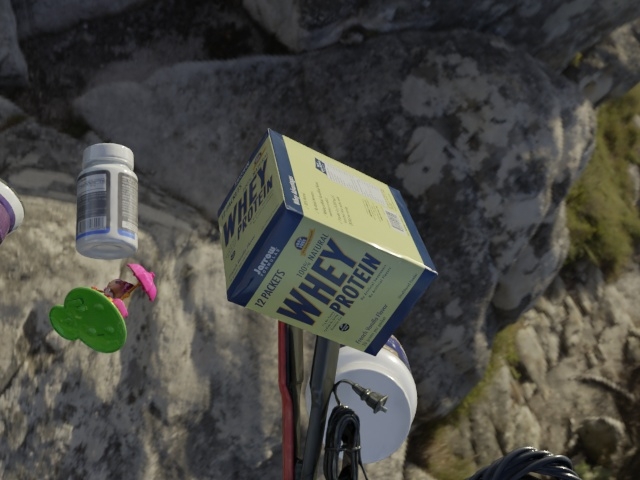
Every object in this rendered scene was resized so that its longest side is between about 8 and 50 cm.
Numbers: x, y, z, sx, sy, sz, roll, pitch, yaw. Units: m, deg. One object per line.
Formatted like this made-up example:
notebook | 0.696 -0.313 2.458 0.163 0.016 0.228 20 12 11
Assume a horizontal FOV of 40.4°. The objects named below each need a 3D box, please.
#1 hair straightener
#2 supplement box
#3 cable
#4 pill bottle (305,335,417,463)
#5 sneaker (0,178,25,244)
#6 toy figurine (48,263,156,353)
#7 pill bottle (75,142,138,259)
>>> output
hair straightener | 0.007 0.138 0.687 0.089 0.047 0.230 -1 80 19
supplement box | 0.000 0.000 0.432 0.083 0.056 0.083 23 25 -23
cable | 0.216 0.302 0.874 0.150 0.047 0.184 -30 87 -10
pill bottle | 0.056 0.210 1.221 0.153 0.265 0.153 0 95 1
sneaker | -0.441 0.036 0.932 0.107 0.283 0.124 41 37 -20
toy figurine | -0.367 0.105 1.543 0.159 0.173 0.130 -46 120 -52
pill bottle | -0.274 -0.050 1.121 0.078 0.078 0.137 4 69 -20
